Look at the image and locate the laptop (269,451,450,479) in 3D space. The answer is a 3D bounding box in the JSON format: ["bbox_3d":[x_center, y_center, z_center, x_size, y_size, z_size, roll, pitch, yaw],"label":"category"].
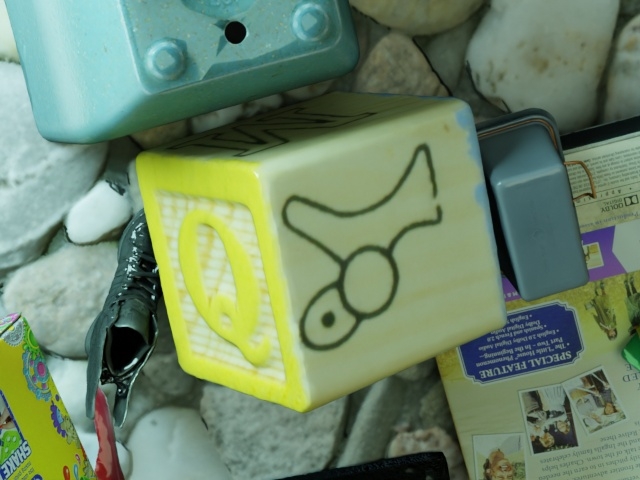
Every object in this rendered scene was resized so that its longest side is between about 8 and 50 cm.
[{"bbox_3d":[0.012,0.343,1.453,0.234,0.136,0.264,-8,74,-16],"label":"laptop"}]

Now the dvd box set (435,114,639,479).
[{"bbox_3d":[0.259,0.111,1.411,0.307,0.062,0.420,-15,105,9],"label":"dvd box set"}]

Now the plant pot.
[{"bbox_3d":[-0.099,-0.204,1.195,0.247,0.252,0.247,-17,104,-13],"label":"plant pot"}]

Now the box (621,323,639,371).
[{"bbox_3d":[0.338,0.061,1.336,0.105,0.043,0.179,37,107,-8],"label":"box"}]

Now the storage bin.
[{"bbox_3d":[0.170,-0.022,1.284,0.098,0.091,0.135,-16,115,0],"label":"storage bin"}]

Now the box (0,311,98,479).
[{"bbox_3d":[-0.313,0.236,1.189,0.290,0.177,0.279,-14,108,24],"label":"box"}]

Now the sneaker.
[{"bbox_3d":[-0.149,0.058,1.317,0.051,0.089,0.170,22,94,-19],"label":"sneaker"}]

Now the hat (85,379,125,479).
[{"bbox_3d":[-0.126,0.262,1.367,0.208,0.173,0.184,72,35,-53],"label":"hat"}]

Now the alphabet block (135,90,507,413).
[{"bbox_3d":[0.000,0.000,1.271,0.197,0.193,0.192,-19,105,-31],"label":"alphabet block"}]
